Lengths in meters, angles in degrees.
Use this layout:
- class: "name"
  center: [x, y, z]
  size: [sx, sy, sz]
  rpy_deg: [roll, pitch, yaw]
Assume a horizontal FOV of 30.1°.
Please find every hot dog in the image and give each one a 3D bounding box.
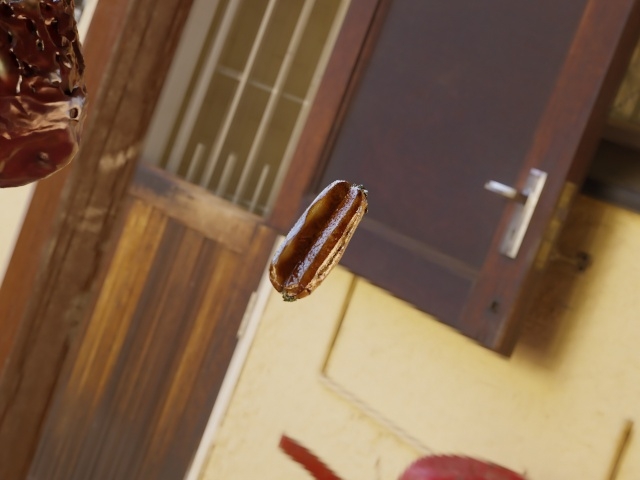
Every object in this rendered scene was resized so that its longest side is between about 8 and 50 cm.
- class: "hot dog"
  center: [0.000, 0.000, 0.989]
  size: [0.049, 0.122, 0.037]
  rpy_deg: [31, -19, 19]

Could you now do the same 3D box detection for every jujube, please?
- class: "jujube"
  center: [-0.418, -0.248, 1.448]
  size: [0.258, 0.258, 0.376]
  rpy_deg: [16, 45, -49]
